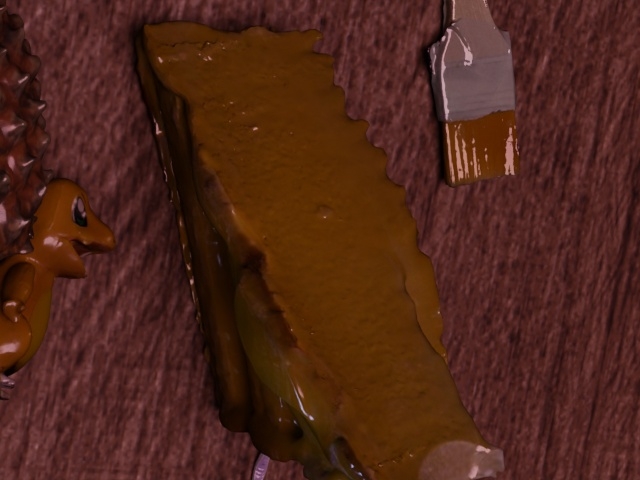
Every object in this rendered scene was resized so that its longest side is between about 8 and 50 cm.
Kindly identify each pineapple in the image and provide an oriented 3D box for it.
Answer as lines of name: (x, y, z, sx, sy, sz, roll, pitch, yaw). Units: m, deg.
pineapple: (-0.277, -0.160, 1.343, 0.175, 0.175, 0.361, -7, 94, -25)

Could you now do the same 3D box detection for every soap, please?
soap: (0.000, 0.000, 1.421, 0.169, 0.304, 0.339, -20, 109, -25)

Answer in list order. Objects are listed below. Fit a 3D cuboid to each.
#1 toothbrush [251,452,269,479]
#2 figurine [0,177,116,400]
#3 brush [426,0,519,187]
toothbrush: (-0.050, 0.194, 1.600, 0.011, 0.013, 0.131, 14, 96, -17)
figurine: (-0.239, 0.022, 1.438, 0.122, 0.121, 0.176, 33, 70, -1)
brush: (0.119, -0.213, 1.594, 0.085, 0.020, 0.337, -11, 105, -23)
